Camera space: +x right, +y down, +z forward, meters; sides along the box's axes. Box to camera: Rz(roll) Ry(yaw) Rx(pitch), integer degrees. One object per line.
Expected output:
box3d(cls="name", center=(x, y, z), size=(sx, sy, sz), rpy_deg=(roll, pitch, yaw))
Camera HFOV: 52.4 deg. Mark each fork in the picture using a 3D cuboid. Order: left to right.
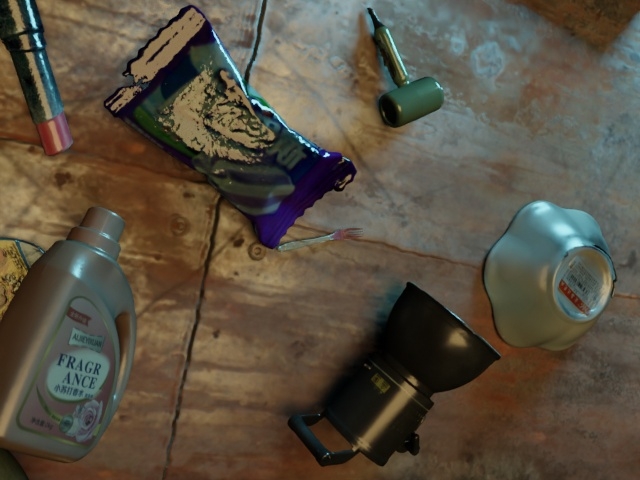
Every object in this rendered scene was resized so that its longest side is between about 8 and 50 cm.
box3d(cls="fork", center=(-0.001, -0.001, 0.799), size=(0.115, 0.012, 0.016), rpy_deg=(-13, 100, -21))

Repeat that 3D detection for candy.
box3d(cls="candy", center=(-0.092, -0.114, 0.725), size=(0.275, 0.070, 0.145), rpy_deg=(43, 87, -25))

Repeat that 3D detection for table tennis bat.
box3d(cls="table tennis bat", center=(-0.313, 0.040, 0.675), size=(0.155, 0.019, 0.100), rpy_deg=(-21, 102, -17))

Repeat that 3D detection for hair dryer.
box3d(cls="hair dryer", center=(0.091, -0.220, 0.807), size=(0.071, 0.047, 0.150), rpy_deg=(-27, 94, -19))

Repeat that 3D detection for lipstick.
box3d(cls="lipstick", center=(-0.293, -0.200, 0.641), size=(0.053, 0.053, 0.234), rpy_deg=(-18, 103, -19))

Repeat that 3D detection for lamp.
box3d(cls="lamp", center=(0.096, 0.186, 0.804), size=(0.227, 0.147, 0.172), rpy_deg=(-50, 134, -2))

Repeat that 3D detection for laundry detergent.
box3d(cls="laundry detergent", center=(-0.242, 0.097, 0.657), size=(0.171, 0.076, 0.237), rpy_deg=(57, 46, -57))

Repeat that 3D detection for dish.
box3d(cls="dish", center=(0.343, 0.057, 0.908), size=(0.229, 0.081, 0.229), rpy_deg=(-3, 97, -22))

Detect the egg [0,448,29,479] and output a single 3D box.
box3d(cls="egg", center=(-0.379, 0.238, 0.585), size=(0.236, 0.169, 0.169), rpy_deg=(32, 83, -20))
